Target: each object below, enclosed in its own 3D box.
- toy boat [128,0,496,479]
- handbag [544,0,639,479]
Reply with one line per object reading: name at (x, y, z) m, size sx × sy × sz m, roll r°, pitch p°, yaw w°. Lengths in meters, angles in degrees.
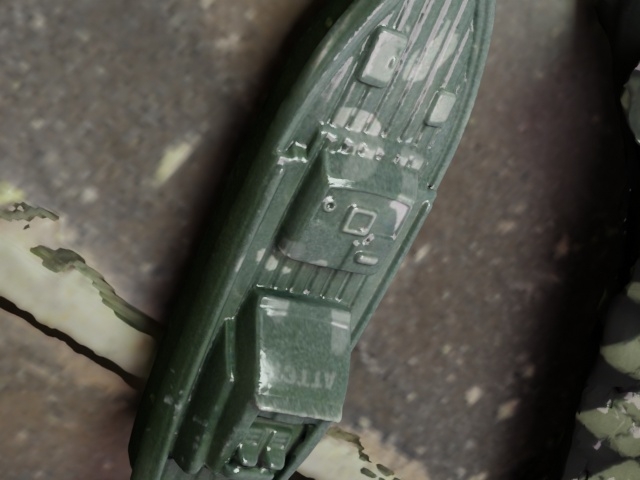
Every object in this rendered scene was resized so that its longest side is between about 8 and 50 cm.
toy boat at (0.000, 0.000, 0.607) m, size 0.078 × 0.085 × 0.260 m, roll 13°, pitch 116°, yaw -31°
handbag at (0.240, 0.067, 0.724) m, size 0.317 × 0.180 × 0.416 m, roll 2°, pitch 123°, yaw -13°
